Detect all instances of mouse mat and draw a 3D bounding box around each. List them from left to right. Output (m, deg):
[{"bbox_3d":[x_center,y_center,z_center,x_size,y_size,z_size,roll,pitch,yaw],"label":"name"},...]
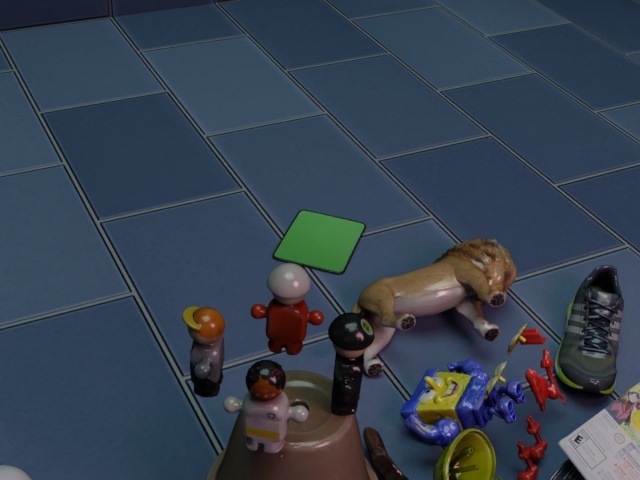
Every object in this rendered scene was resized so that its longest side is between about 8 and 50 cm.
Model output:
[{"bbox_3d":[0.000,0.000,1.935,0.152,0.007,0.190,13,36,12],"label":"mouse mat"}]

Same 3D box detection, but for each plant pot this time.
[{"bbox_3d":[-0.035,0.310,1.320,0.263,0.229,0.263,3,35,-2],"label":"plant pot"}]

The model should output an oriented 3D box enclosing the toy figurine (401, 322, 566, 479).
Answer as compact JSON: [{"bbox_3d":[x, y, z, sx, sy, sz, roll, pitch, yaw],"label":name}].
[{"bbox_3d":[0.215,0.298,1.485,0.217,0.191,0.362,-7,32,40],"label":"toy figurine"}]

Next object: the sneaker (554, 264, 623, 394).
[{"bbox_3d":[0.484,0.154,1.674,0.111,0.121,0.300,10,37,9],"label":"sneaker"}]

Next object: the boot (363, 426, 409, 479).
[{"bbox_3d":[0.103,0.346,1.441,0.037,0.106,0.114,-29,11,-3],"label":"boot"}]

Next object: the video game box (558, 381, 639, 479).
[{"bbox_3d":[0.443,0.286,1.216,0.187,0.048,0.205,-39,44,6],"label":"video game box"}]

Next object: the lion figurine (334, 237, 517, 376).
[{"bbox_3d":[0.189,0.100,1.709,0.392,0.142,0.240,-9,31,-11],"label":"lion figurine"}]

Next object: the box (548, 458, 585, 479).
[{"bbox_3d":[0.387,0.424,1.269,0.207,0.153,0.108,28,42,30],"label":"box"}]

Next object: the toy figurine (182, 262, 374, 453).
[{"bbox_3d":[-0.056,0.146,1.222,0.209,0.148,0.213,-21,43,-31],"label":"toy figurine"}]

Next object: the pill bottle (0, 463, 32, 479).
[{"bbox_3d":[-0.485,0.381,1.191,0.362,0.210,0.210,6,36,3],"label":"pill bottle"}]
